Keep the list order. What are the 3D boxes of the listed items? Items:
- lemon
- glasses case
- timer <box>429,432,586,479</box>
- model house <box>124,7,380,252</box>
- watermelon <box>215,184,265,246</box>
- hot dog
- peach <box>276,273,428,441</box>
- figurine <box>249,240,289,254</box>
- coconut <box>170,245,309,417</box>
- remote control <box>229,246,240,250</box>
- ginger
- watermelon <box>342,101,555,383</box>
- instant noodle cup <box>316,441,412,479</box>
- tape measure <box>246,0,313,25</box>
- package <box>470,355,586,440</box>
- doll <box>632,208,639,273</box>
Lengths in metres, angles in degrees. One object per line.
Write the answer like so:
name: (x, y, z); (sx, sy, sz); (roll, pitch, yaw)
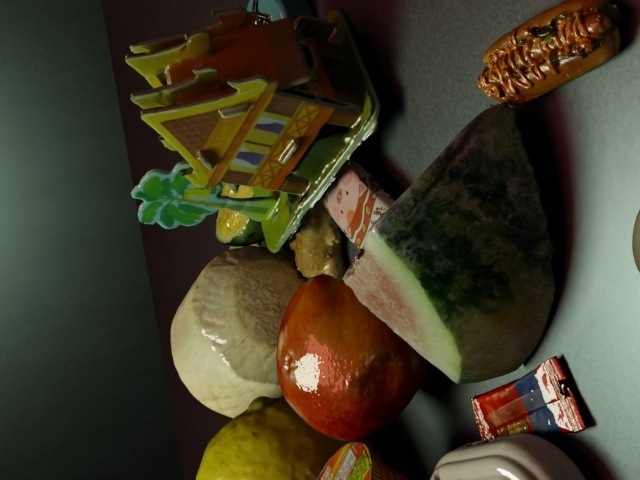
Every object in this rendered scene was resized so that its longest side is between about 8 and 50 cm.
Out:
lemon: (-0.048, 0.418, 1.281); (0.364, 0.364, 0.364); (167, 90, -67)
glasses case: (0.056, -0.062, 1.142); (0.266, 0.067, 0.103); (54, 143, 45)
timer: (0.230, 0.358, 0.899); (0.237, 0.087, 0.261); (-39, 70, 58)
model house: (-0.147, -0.171, 1.126); (0.357, 0.313, 0.242); (-50, 42, 41)
watermelon: (-0.114, -0.084, 1.444); (0.232, 0.127, 0.204); (126, 147, -46)
hot dog: (0.208, -0.177, 0.744); (0.188, 0.055, 0.072); (-19, 85, 66)
peach: (0.051, 0.160, 1.099); (0.244, 0.200, 0.243); (-4, 84, 47)
figurine: (-0.104, 0.002, 1.566); (0.086, 0.082, 0.094); (66, 172, -18)
coconut: (-0.124, 0.176, 1.434); (0.329, 0.329, 0.328); (167, 90, -67)
remote control: (-0.169, 0.000, 1.742); (0.098, 0.038, 0.233); (59, 150, 36)
ginger: (-0.005, 0.001, 1.310); (0.115, 0.081, 0.205); (-117, 17, -61)
watermelon: (0.153, 0.004, 0.880); (0.232, 0.193, 0.310); (23, 147, 44)
instant noodle cup: (0.104, 0.397, 1.047); (0.193, 0.212, 0.193); (-56, 15, 23)
tape measure: (-0.064, -0.341, 1.267); (0.125, 0.081, 0.146); (31, 130, 47)
package: (0.236, 0.201, 0.919); (0.083, 0.022, 0.200); (69, 155, 17)
doll: (0.295, -0.059, 0.404); (0.215, 0.226, 0.370); (-71, -22, -61)
